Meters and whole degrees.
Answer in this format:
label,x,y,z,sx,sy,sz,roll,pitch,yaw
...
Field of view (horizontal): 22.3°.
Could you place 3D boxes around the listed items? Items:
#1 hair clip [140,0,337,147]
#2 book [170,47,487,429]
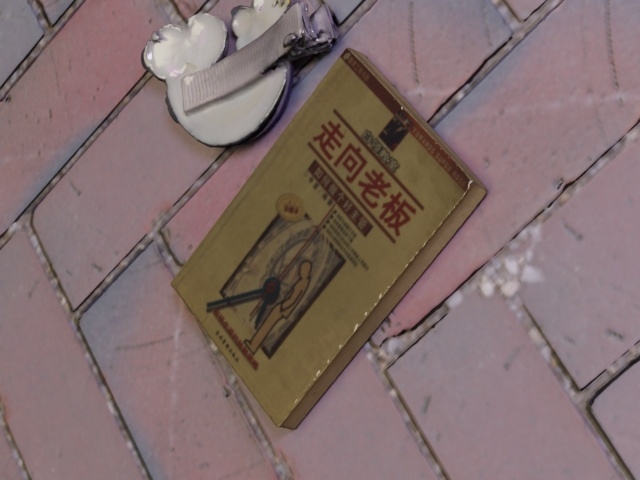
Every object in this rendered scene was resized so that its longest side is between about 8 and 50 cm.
label,x,y,z,sx,sy,sz,roll,pitch,yaw
hair clip,-0.063,-0.130,1.215,0.172,0.049,0.116,-24,63,36
book,0.000,0.000,1.154,0.231,0.026,0.161,-52,55,19
